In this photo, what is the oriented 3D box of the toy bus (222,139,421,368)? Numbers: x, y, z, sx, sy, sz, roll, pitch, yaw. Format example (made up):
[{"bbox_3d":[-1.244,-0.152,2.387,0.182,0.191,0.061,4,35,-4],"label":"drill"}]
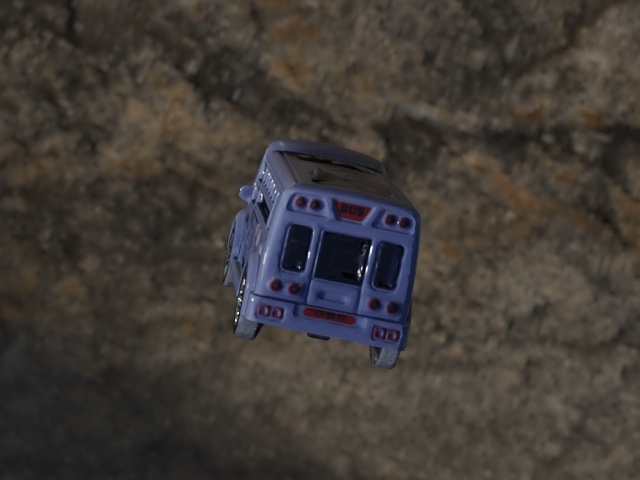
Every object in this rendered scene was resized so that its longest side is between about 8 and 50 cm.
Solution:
[{"bbox_3d":[0.000,0.000,1.370,0.125,0.133,0.292,12,-172,-7],"label":"toy bus"}]
